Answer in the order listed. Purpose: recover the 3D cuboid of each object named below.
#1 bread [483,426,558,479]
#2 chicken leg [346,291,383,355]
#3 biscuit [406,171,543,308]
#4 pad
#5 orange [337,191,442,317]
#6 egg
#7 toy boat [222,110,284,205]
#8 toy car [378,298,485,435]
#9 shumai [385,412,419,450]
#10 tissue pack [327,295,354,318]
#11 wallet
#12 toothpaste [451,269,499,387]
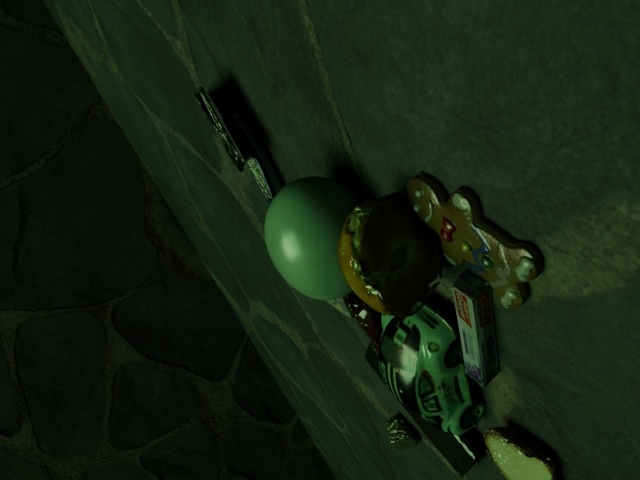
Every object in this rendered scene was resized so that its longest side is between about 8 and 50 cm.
[{"bbox_3d":[0.327,0.351,0.975,0.126,0.044,0.129,17,136,53],"label":"bread"},{"bbox_3d":[0.114,0.164,1.164,0.233,0.063,0.105,58,167,-15],"label":"chicken leg"},{"bbox_3d":[0.175,-0.005,0.750,0.205,0.031,0.138,48,162,27],"label":"biscuit"},{"bbox_3d":[-0.201,-0.223,1.237,0.174,0.022,0.233,61,178,-14],"label":"pad"},{"bbox_3d":[0.086,0.022,0.837,0.112,0.160,0.169,-20,61,53],"label":"orange"},{"bbox_3d":[0.000,0.000,0.985,0.168,0.168,0.230,39,160,42],"label":"egg"},{"bbox_3d":[-0.124,-0.153,1.241,0.228,0.046,0.080,61,161,-17],"label":"toy boat"},{"bbox_3d":[0.171,0.221,1.011,0.136,0.125,0.305,36,153,45],"label":"toy car"},{"bbox_3d":[0.199,0.469,1.517,0.083,0.082,0.080,99,173,-48],"label":"shumai"},{"bbox_3d":[0.027,0.070,1.221,0.109,0.060,0.148,29,149,53],"label":"tissue pack"},{"bbox_3d":[0.204,0.322,1.245,0.321,0.044,0.170,51,161,26],"label":"wallet"},{"bbox_3d":[0.217,0.127,0.861,0.047,0.040,0.196,35,153,44],"label":"toothpaste"}]
